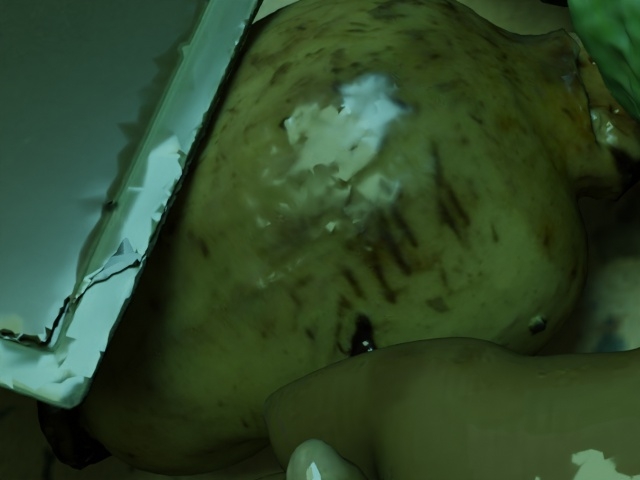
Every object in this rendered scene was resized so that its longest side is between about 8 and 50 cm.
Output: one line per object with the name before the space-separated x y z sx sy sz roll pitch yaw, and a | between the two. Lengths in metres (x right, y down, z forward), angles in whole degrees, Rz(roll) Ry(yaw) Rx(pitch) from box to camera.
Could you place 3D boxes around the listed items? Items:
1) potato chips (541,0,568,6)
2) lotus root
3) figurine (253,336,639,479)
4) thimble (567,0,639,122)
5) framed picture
potato chips | 0.089 -0.296 0.569 0.389 0.097 0.373 52 129 43
lotus root | 0.000 0.000 0.533 0.257 0.140 0.154 -33 49 16
figurine | 0.061 0.123 0.402 0.247 0.177 0.173 1 42 19
thimble | 0.190 -0.086 0.425 0.219 0.219 0.150 -43 56 6
framed picture | -0.161 -0.079 0.512 0.273 0.016 0.216 19 68 10
